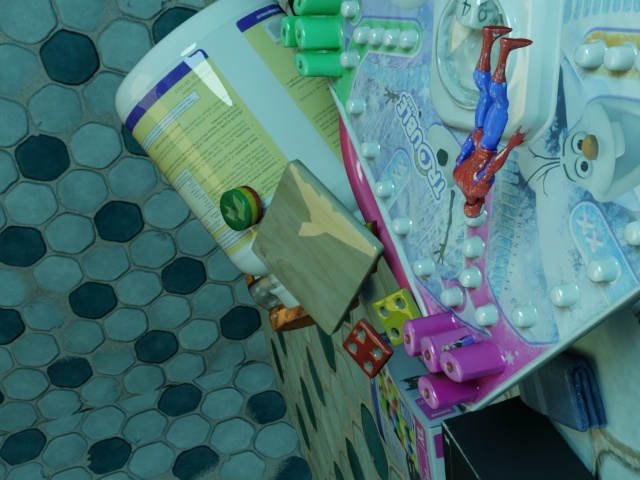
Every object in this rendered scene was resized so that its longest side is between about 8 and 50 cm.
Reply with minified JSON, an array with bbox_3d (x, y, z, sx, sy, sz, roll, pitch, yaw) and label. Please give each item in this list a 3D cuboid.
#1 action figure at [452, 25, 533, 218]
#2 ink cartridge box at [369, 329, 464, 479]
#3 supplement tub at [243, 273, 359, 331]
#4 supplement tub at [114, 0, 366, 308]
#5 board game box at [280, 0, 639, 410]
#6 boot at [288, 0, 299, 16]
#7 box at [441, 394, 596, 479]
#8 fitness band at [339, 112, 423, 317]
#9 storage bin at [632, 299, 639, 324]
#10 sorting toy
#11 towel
[{"bbox_3d":[0.099,-0.064,0.507,0.038,0.030,0.115,-128,40,-51],"label":"action figure"},{"bbox_3d":[0.133,0.258,1.263,0.311,0.065,0.186,-124,22,-65],"label":"ink cartridge box"},{"bbox_3d":[-0.052,-0.017,1.464,0.193,0.193,0.316,116,138,-74],"label":"supplement tub"},{"bbox_3d":[-0.063,-0.108,1.060,0.331,0.241,0.241,53,170,-4],"label":"supplement tub"},{"bbox_3d":[0.101,-0.129,0.575,0.390,0.050,0.390,-56,48,52],"label":"board game box"},{"bbox_3d":[0.069,-0.197,0.963,0.280,0.096,0.264,65,161,9],"label":"boot"},{"bbox_3d":[0.204,0.312,0.843,0.184,0.103,0.261,-126,23,-55],"label":"box"},{"bbox_3d":[0.086,-0.054,0.800,0.209,0.054,0.291,91,160,-52],"label":"fitness band"},{"bbox_3d":[0.214,0.023,0.319,0.180,0.122,0.084,100,153,-66],"label":"storage bin"},{"bbox_3d":[0.010,0.010,0.874,0.274,0.046,0.132,47,135,22],"label":"sorting toy"},{"bbox_3d":[0.206,0.124,0.763,0.119,0.029,0.067,-166,61,-79],"label":"towel"}]
